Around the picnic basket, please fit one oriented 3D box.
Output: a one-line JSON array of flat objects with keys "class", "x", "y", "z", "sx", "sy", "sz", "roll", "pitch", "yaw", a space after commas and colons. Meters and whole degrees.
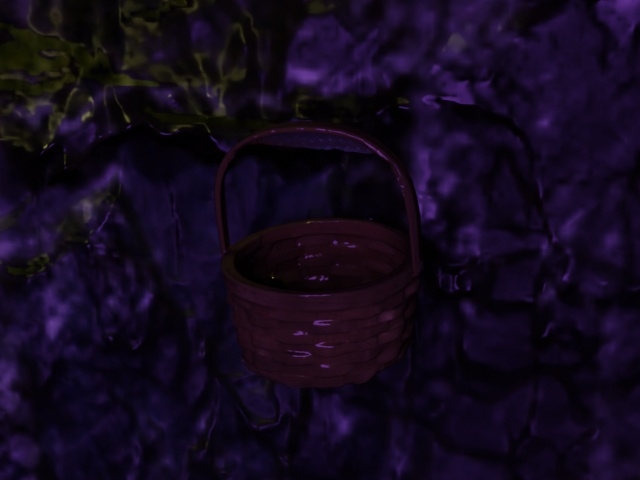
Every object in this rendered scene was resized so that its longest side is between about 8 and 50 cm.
[{"class": "picnic basket", "x": 0.000, "y": 0.000, "z": 0.385, "sx": 0.072, "sy": 0.072, "sz": 0.083, "roll": 3, "pitch": 116, "yaw": 18}]
